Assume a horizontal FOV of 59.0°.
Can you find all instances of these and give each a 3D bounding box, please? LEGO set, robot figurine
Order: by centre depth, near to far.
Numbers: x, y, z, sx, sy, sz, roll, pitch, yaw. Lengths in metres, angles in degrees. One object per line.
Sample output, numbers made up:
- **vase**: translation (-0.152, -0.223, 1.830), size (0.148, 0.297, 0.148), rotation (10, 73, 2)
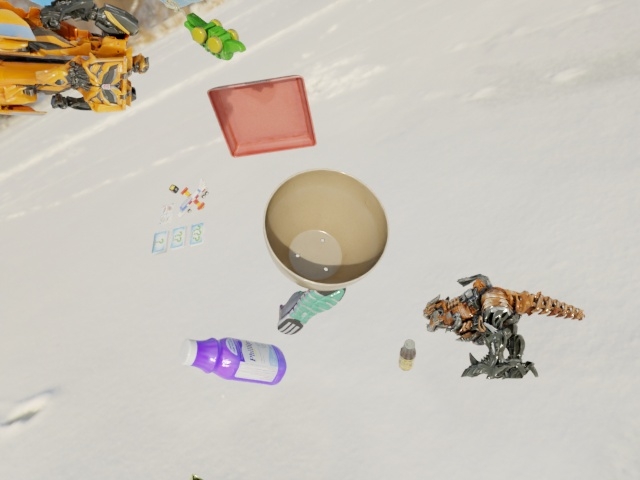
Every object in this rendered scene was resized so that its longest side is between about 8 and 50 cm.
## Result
- **robot figurine**: translation (-0.388, -0.244, 0.784), size (0.290, 0.211, 0.085), rotation (-2, 61, -20)
- **LEGO set**: translation (-0.435, -0.086, 1.739), size (0.182, 0.060, 0.244), rotation (-12, 57, 19)

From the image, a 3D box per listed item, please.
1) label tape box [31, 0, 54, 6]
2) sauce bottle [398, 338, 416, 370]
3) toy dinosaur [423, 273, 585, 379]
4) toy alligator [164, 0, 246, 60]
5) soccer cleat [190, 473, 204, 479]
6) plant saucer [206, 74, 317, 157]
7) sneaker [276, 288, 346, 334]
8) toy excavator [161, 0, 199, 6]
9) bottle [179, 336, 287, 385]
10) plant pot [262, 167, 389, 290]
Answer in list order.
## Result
- **label tape box**: translation (-0.517, -0.484, 0.776), size (0.249, 0.347, 0.115), rotation (-53, 36, 29)
- **sauce bottle**: translation (0.211, 0.277, 1.373), size (0.042, 0.128, 0.042), rotation (-3, 56, 4)
- **toy dinosaur**: translation (0.354, 0.170, 1.156), size (0.322, 0.164, 0.219), rotation (-28, 57, 59)
- **toy alligator**: translation (-0.214, -0.380, 1.043), size (0.189, 0.051, 0.056), rotation (34, 49, 14)
- **soccer cleat**: translation (-0.278, 0.576, 1.251), size (0.093, 0.121, 0.289), rotation (-1, -15, -31)
- **plant saucer**: translation (-0.155, -0.350, 1.572), size (0.258, 0.258, 0.048), rotation (-8, 54, 4)
- **sneaker**: translation (-0.033, 0.145, 1.452), size (0.223, 0.083, 0.098), rotation (-38, 38, 21)
- **toy excavator**: translation (-0.269, -0.763, 1.487), size (0.222, 0.445, 0.433), rotation (-48, -7, -41)
- **bottle**: translation (-0.230, 0.315, 1.502), size (0.092, 0.282, 0.118), rotation (-61, 33, 18)
- **plant pot**: translation (0.000, 0.000, 1.328), size (0.284, 0.284, 0.191), rotation (-40, -11, -22)
